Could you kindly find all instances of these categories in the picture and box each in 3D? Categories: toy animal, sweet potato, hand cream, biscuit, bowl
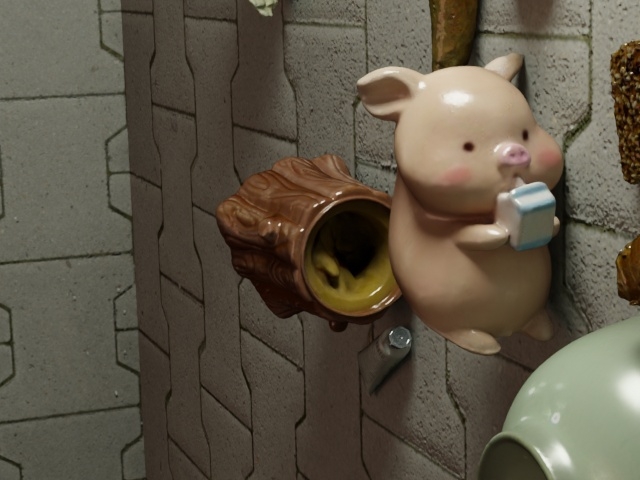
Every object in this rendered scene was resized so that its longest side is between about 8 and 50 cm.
[{"bbox_3d":[0.153,-0.042,1.498,0.213,0.195,0.256,41,130,51],"label":"toy animal"},{"bbox_3d":[0.147,-0.306,1.617,0.075,0.075,0.273,-136,42,-60],"label":"sweet potato"},{"bbox_3d":[0.082,0.156,1.964,0.194,0.042,0.067,123,130,-67],"label":"hand cream"},{"bbox_3d":[0.318,-0.124,1.259,0.237,0.026,0.131,166,96,-71],"label":"biscuit"},{"bbox_3d":[0.256,0.242,1.293,0.354,0.185,0.354,174,90,-70],"label":"bowl"}]

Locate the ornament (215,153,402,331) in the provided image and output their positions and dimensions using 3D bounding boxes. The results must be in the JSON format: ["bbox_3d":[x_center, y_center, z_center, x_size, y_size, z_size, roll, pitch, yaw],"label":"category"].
[{"bbox_3d":[0.000,0.000,1.910,0.217,0.221,0.235,20,87,64],"label":"ornament"}]

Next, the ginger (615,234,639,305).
[{"bbox_3d":[0.319,0.004,1.193,0.162,0.103,0.073,-51,51,49],"label":"ginger"}]

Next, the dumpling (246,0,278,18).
[{"bbox_3d":[-0.100,-0.425,2.162,0.193,0.147,0.258,58,-155,-36],"label":"dumpling"}]
